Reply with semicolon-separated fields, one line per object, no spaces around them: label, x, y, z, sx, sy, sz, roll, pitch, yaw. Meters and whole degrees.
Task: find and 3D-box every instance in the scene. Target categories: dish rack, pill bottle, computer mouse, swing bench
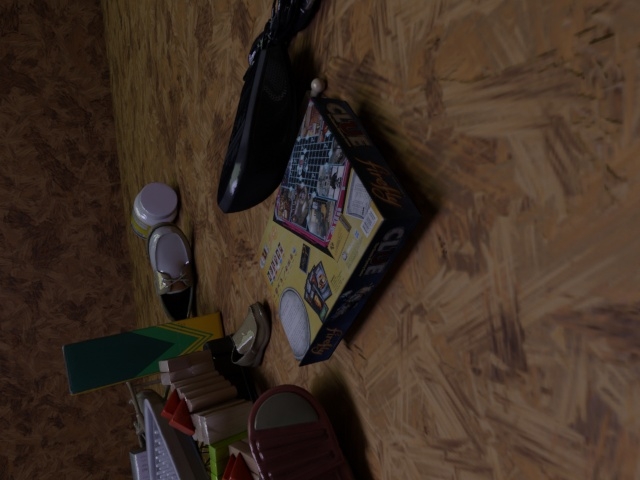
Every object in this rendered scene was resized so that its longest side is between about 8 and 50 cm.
dish rack;-0.224;0.458;0.827;0.333;0.072;0.286;41;134;43
pill bottle;-0.478;-0.083;1.376;0.208;0.119;0.119;-33;67;60
computer mouse;-0.058;-0.156;0.577;0.188;0.072;0.272;162;121;-66
dish rack;-0.223;0.347;0.973;0.271;0.074;0.208;-58;43;33
swing bench;-0.549;0.622;1.625;0.253;0.165;0.255;21;115;59

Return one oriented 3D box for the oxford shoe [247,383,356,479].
oxford shoe;0.015;0.341;0.561;0.130;0.123;0.348;82;171;-72

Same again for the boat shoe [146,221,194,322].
boat shoe;-0.375;0.094;1.241;0.103;0.113;0.302;51;149;44

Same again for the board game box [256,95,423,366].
board game box;0.000;0.000;0.506;0.165;0.042;0.243;64;146;33

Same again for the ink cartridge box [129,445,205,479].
ink cartridge box;-0.389;0.684;1.292;0.197;0.198;0.270;-39;63;58

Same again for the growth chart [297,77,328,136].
growth chart;0.000;-0.051;0.564;0.172;0.021;0.237;-44;57;57

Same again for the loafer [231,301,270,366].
loafer;-0.121;0.167;0.816;0.056;0.050;0.148;52;140;45

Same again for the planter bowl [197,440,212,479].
planter bowl;-0.261;0.467;1.070;0.217;0.090;0.217;-16;60;29

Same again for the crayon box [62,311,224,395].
crayon box;-0.422;0.269;1.133;0.363;0.313;0.106;-31;72;60

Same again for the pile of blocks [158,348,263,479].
pile of blocks;-0.180;0.309;0.766;0.362;0.112;0.149;31;117;45
